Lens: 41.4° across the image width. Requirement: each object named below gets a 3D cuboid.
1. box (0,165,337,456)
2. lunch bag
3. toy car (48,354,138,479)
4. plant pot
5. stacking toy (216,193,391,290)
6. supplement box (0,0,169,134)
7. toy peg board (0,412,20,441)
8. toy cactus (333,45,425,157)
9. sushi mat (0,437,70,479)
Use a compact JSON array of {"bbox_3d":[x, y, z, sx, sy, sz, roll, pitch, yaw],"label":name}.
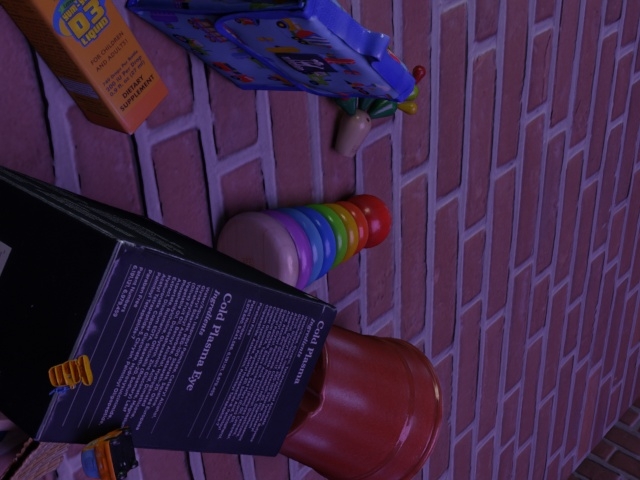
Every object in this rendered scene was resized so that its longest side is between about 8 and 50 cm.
[{"bbox_3d":[-0.220,0.064,0.872,0.312,0.343,0.179,22,91,-52],"label":"box"},{"bbox_3d":[-0.034,-0.250,0.974,0.221,0.293,0.138,29,86,-53],"label":"lunch bag"},{"bbox_3d":[-0.180,0.138,0.666,0.060,0.040,0.122,-90,166,-72],"label":"toy car"},{"bbox_3d":[0.011,0.246,1.342,0.265,0.272,0.273,32,84,-45],"label":"plant pot"},{"bbox_3d":[0.000,0.000,1.294,0.330,0.141,0.141,-18,122,-51],"label":"stacking toy"},{"bbox_3d":[-0.258,-0.222,0.896,0.078,0.080,0.233,-53,139,-20],"label":"supplement box"},{"bbox_3d":[-0.398,0.162,0.875,0.161,0.160,0.079,11,115,-52],"label":"toy peg board"},{"bbox_3d":[0.079,-0.212,1.305,0.219,0.112,0.181,-8,125,-58],"label":"toy cactus"},{"bbox_3d":[-0.301,0.227,0.969,0.151,0.019,0.316,-56,180,-7],"label":"sushi mat"}]
